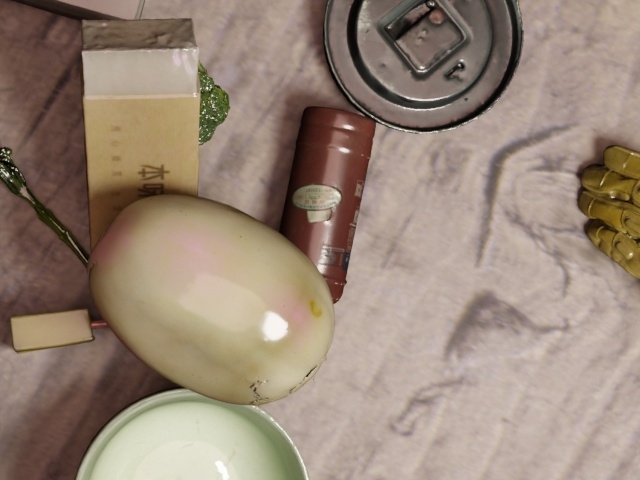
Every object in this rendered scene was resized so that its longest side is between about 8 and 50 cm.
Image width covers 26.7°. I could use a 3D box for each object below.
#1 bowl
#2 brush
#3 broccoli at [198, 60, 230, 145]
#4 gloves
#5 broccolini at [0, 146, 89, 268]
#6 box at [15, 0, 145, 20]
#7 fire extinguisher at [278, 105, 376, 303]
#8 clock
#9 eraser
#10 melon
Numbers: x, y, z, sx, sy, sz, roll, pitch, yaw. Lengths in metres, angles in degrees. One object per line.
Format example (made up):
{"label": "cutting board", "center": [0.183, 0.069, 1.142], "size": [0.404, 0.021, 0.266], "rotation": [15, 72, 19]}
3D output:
{"label": "bowl", "center": [-0.168, 0.337, 1.737], "size": [0.307, 0.163, 0.307], "rotation": [0, 89, -8]}
{"label": "brush", "center": [-0.283, 0.107, 1.755], "size": [0.233, 0.103, 0.047], "rotation": [-8, 87, -9]}
{"label": "broccoli", "center": [-0.197, -0.191, 1.753], "size": [0.162, 0.146, 0.138], "rotation": [28, 47, -19]}
{"label": "gloves", "center": [0.480, 0.014, 1.838], "size": [0.154, 0.141, 0.331], "rotation": [-33, 94, -5]}
{"label": "broccolini", "center": [-0.374, -0.039, 1.779], "size": [0.042, 0.044, 0.218], "rotation": [-41, 101, -21]}
{"label": "box", "center": [-0.348, -0.352, 1.769], "size": [0.244, 0.055, 0.103], "rotation": [16, 87, -8]}
{"label": "fire extinguisher", "center": [0.000, 0.000, 1.774], "size": [0.102, 0.138, 0.344], "rotation": [12, 87, -24]}
{"label": "clock", "center": [0.138, -0.282, 1.835], "size": [0.281, 0.055, 0.280], "rotation": [0, 90, -8]}
{"label": "eraser", "center": [-0.222, -0.116, 1.669], "size": [0.144, 0.078, 0.343], "rotation": [-3, 134, -8]}
{"label": "melon", "center": [-0.128, 0.073, 1.637], "size": [0.317, 0.223, 0.223], "rotation": [31, 86, -6]}
